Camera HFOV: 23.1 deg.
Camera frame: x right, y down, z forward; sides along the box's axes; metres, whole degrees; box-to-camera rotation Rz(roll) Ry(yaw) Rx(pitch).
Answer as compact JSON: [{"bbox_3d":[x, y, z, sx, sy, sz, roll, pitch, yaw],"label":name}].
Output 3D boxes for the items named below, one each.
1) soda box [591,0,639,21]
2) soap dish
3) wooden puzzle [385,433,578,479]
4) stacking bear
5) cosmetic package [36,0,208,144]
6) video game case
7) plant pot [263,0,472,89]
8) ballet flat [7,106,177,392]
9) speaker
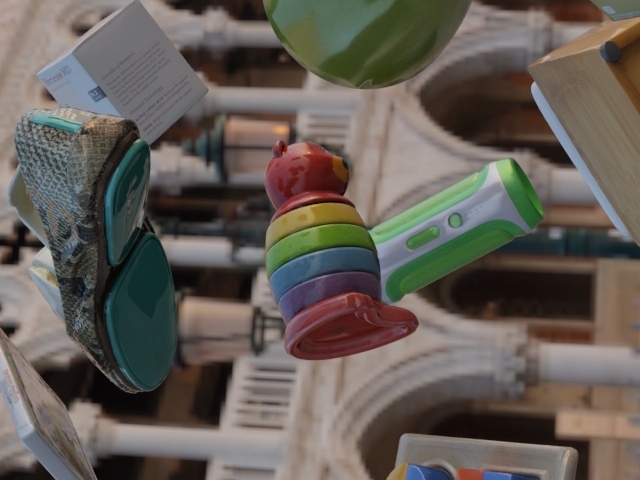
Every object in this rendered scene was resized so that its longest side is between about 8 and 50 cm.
[{"bbox_3d":[0.253,-0.194,1.011,0.058,0.181,0.061,33,-114,-35],"label":"soda box"},{"bbox_3d":[0.392,-0.158,1.718,0.229,0.291,0.118,58,147,1],"label":"soap dish"},{"bbox_3d":[0.148,0.387,1.811,0.348,0.080,0.322,-7,70,58],"label":"wooden puzzle"},{"bbox_3d":[0.000,0.000,2.106,0.175,0.164,0.289,22,-131,-54],"label":"stacking bear"},{"bbox_3d":[-0.306,-0.244,2.412,0.184,0.151,0.151,51,-120,-14],"label":"cosmetic package"},{"bbox_3d":[-0.341,0.223,1.931,0.206,0.026,0.227,57,176,41],"label":"video game case"},{"bbox_3d":[0.092,-0.349,1.931,0.293,0.274,0.275,159,115,-74],"label":"plant pot"},{"bbox_3d":[-0.278,0.004,1.874,0.483,0.182,0.164,88,-154,-54],"label":"ballet flat"},{"bbox_3d":[0.188,-0.011,2.395,0.131,0.296,0.131,55,-164,-24],"label":"speaker"}]
